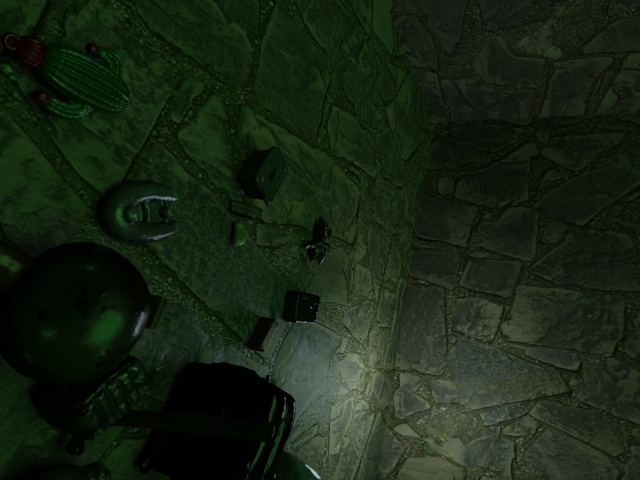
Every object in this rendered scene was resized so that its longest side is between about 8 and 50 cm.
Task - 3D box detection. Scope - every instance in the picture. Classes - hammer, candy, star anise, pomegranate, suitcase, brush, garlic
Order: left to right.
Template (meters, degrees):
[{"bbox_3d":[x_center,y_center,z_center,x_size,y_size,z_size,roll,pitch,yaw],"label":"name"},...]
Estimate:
[{"bbox_3d":[-0.479,0.125,0.832,0.323,0.291,0.290,31,66,-47],"label":"pomegranate"},{"bbox_3d":[-0.326,0.419,1.049,0.044,0.440,0.168,112,-14,-52],"label":"hammer"},{"bbox_3d":[-0.261,0.499,1.221,0.188,0.345,0.339,48,53,-50],"label":"suitcase"},{"bbox_3d":[-0.261,-0.019,1.470,0.053,0.041,0.083,6,81,-49],"label":"garlic"},{"bbox_3d":[-0.201,0.327,1.608,0.122,0.062,0.038,-62,143,-36],"label":"candy"},{"bbox_3d":[-0.072,0.271,1.848,0.197,0.059,0.123,21,77,-61],"label":"brush"},{"bbox_3d":[0.003,0.014,1.949,0.208,0.063,0.172,-62,146,-38],"label":"star anise"}]

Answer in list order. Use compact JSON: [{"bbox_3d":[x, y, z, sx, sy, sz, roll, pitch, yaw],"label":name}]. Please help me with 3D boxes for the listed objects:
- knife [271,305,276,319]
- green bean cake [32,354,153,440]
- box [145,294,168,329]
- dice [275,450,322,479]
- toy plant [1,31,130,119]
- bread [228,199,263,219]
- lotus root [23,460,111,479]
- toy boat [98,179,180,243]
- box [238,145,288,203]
[{"bbox_3d":[-0.171,0.289,1.716,0.027,0.010,0.096,-32,122,-57],"label":"knife"},{"bbox_3d":[-0.477,0.307,0.964,0.181,0.173,0.094,-44,132,-49],"label":"green bean cake"},{"bbox_3d":[-0.426,0.182,1.167,0.024,0.053,0.083,48,52,-54],"label":"box"},{"bbox_3d":[-0.184,0.876,1.439,0.330,0.328,0.348,-53,139,-45],"label":"dice"},{"bbox_3d":[-0.498,-0.320,0.921,0.240,0.088,0.154,-21,128,-52],"label":"toy plant"},{"bbox_3d":[-0.242,-0.095,1.477,0.062,0.109,0.043,166,-61,-73],"label":"bread"},{"bbox_3d":[-0.562,0.550,0.862,0.349,0.175,0.175,-45,133,-56],"label":"lotus root"},{"bbox_3d":[-0.419,-0.068,1.110,0.227,0.085,0.155,-9,103,-62],"label":"toy boat"},{"bbox_3d":[-0.191,-0.217,1.510,0.172,0.093,0.124,-65,147,-33],"label":"box"}]
